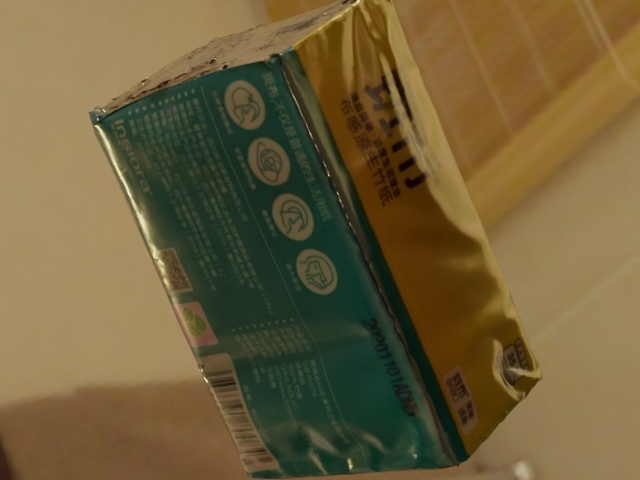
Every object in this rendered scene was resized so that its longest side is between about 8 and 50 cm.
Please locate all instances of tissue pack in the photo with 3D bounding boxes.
[{"bbox_3d":[0.000,0.000,0.660,0.120,0.169,0.082,-12,16,45],"label":"tissue pack"}]
